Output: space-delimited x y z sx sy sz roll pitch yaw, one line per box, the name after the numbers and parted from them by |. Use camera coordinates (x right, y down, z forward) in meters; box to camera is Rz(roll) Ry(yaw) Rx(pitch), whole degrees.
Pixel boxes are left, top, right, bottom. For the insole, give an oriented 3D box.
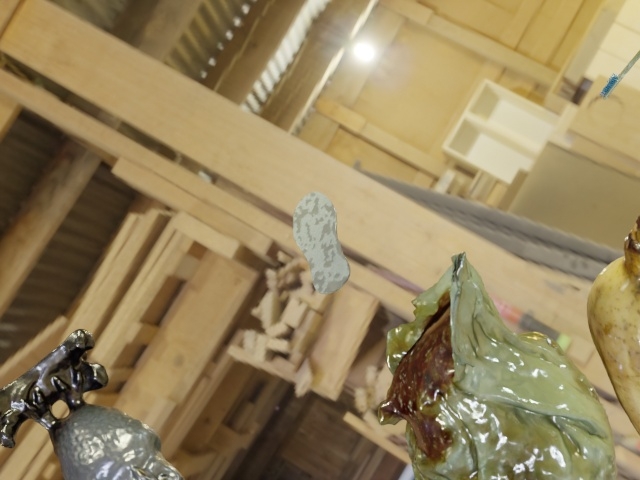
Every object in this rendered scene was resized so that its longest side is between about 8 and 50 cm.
0.000 0.000 1.132 0.065 0.193 0.006 -31 -50 10 | insole

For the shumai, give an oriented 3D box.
0.220 0.184 1.088 0.292 0.330 0.288 -16 -57 -8 | shumai

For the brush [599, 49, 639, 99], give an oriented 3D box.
0.367 -0.205 1.071 0.016 0.013 0.083 -59 0 -40 | brush

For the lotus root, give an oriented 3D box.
0.145 0.043 0.338 0.063 0.072 0.151 -35 -63 -21 | lotus root

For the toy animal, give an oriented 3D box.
-0.193 0.192 0.759 0.121 0.210 0.117 -35 -31 -27 | toy animal
